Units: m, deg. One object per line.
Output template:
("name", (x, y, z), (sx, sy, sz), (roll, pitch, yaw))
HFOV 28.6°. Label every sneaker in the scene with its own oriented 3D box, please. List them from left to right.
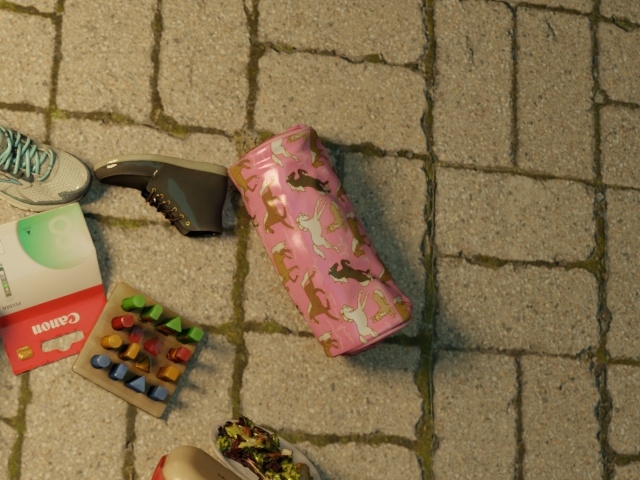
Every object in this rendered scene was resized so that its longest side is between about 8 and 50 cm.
("sneaker", (-0.490, -0.124, 1.938), (0.283, 0.122, 0.110), (15, 73, -15))
("sneaker", (-0.256, -0.070, 2.023), (0.222, 0.083, 0.118), (4, 77, -18))

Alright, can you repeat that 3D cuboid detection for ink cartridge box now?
("ink cartridge box", (-0.428, 0.072, 1.952), (0.181, 0.056, 0.224), (-19, 82, -21))

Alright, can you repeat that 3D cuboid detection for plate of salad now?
("plate of salad", (-0.080, 0.331, 1.937), (0.200, 0.200, 0.048), (26, 107, -11))

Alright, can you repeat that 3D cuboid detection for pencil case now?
("pencil case", (0.000, 0.000, 2.051), (0.386, 0.160, 0.167), (61, 24, 3))

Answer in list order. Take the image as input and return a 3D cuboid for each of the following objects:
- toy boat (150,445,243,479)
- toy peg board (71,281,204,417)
("toy boat", (-0.161, 0.414, 1.790), (0.231, 0.151, 0.151), (39, 97, -5))
("toy peg board", (-0.273, 0.168, 1.952), (0.161, 0.079, 0.160), (32, 70, -17))
